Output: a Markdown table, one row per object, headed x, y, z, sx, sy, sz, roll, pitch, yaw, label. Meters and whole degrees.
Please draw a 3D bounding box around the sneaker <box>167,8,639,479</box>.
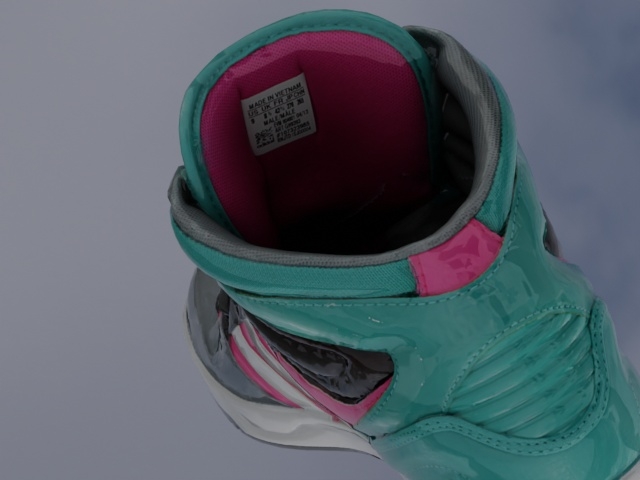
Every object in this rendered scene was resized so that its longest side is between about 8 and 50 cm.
| x | y | z | sx | sy | sz | roll | pitch | yaw | label |
| --- | --- | --- | --- | --- | --- | --- | --- | --- | --- |
| 0.000 | 0.000 | 0.730 | 0.123 | 0.295 | 0.178 | -36 | -64 | -18 | sneaker |
